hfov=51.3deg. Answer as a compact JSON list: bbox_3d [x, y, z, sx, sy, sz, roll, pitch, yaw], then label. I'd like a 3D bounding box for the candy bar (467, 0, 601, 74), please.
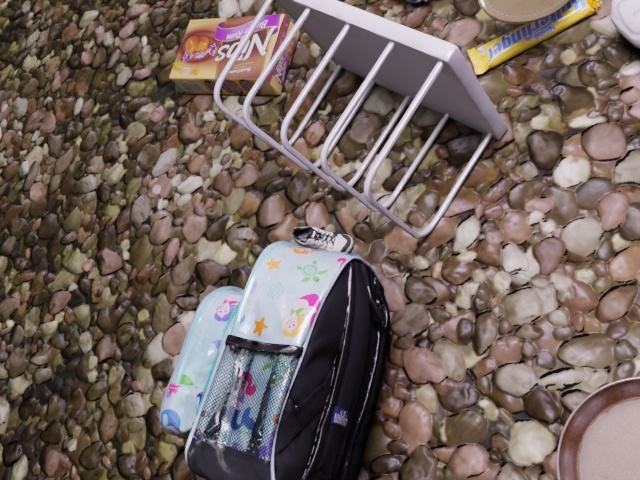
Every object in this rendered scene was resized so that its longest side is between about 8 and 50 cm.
[{"bbox_3d":[0.258,-0.255,0.812,0.161,0.018,0.040,-26,61,19],"label":"candy bar"}]

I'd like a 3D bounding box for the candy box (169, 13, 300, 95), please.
[{"bbox_3d":[-0.132,-0.281,1.015,0.186,0.053,0.109,9,75,32],"label":"candy box"}]

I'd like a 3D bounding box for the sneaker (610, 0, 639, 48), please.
[{"bbox_3d":[0.436,-0.308,0.689,0.292,0.110,0.118,-40,48,9],"label":"sneaker"}]

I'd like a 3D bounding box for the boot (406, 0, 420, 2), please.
[{"bbox_3d":[0.159,-0.349,0.881,0.190,0.069,0.086,36,97,42],"label":"boot"}]

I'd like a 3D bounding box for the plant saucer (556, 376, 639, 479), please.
[{"bbox_3d":[0.301,0.209,0.597,0.168,0.029,0.169,-10,66,24],"label":"plant saucer"}]

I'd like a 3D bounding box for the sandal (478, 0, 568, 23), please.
[{"bbox_3d":[0.274,-0.323,0.806,0.240,0.079,0.088,-41,91,-11],"label":"sandal"}]

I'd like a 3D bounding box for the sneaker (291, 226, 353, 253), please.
[{"bbox_3d":[0.000,0.000,0.840,0.083,0.037,0.032,5,71,28],"label":"sneaker"}]

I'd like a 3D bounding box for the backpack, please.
[{"bbox_3d":[-0.028,0.132,0.694,0.190,0.225,0.254,14,74,27],"label":"backpack"}]

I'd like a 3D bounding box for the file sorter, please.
[{"bbox_3d":[0.037,-0.154,0.792,0.277,0.192,0.173,35,93,34],"label":"file sorter"}]
